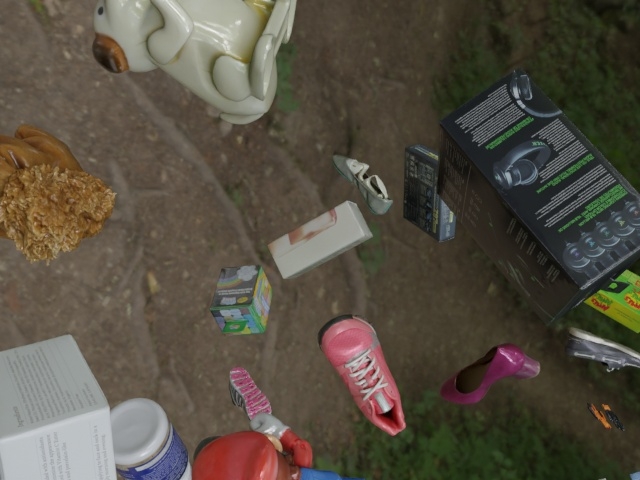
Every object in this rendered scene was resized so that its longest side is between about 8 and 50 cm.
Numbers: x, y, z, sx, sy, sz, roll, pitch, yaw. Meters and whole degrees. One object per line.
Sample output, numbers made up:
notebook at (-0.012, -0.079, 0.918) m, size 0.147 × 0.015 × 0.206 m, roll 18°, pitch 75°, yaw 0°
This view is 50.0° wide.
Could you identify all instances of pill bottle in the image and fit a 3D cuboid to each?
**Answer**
pill bottle at (-0.386, 0.484, 1.553) m, size 0.153 × 0.153 × 0.264 m, roll -52°, pitch 148°, yaw -31°

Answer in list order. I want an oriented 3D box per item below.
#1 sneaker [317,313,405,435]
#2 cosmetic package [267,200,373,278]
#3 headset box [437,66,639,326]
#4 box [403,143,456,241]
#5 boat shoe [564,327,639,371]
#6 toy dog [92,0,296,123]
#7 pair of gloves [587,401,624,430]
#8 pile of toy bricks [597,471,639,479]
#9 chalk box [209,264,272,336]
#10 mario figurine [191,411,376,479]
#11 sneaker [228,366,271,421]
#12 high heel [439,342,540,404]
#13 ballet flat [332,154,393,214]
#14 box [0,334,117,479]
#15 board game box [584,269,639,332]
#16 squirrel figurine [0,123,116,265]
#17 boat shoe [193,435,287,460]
sneaker at (0.102, 0.271, 1.367) m, size 0.116 × 0.136 × 0.313 m, roll -32°, pitch 126°, yaw -3°
cosmetic package at (0.000, 0.000, 2.191) m, size 0.296 × 0.129 × 0.153 m, roll -28°, pitch 171°, yaw 11°
headset box at (0.288, -0.037, 0.903) m, size 0.131 × 0.283 × 0.246 m, roll -34°, pitch 160°, yaw -3°
box at (0.310, -0.136, 1.945) m, size 0.059 × 0.183 × 0.232 m, roll -17°, pitch 122°, yaw -23°
boat shoe at (0.650, 0.260, 1.553) m, size 0.075 × 0.206 × 0.064 m, roll -92°, pitch -157°, yaw -83°
toy dog at (-0.281, -0.447, 1.481) m, size 0.395 × 0.408 × 0.284 m, roll 108°, pitch -2°, yaw -67°
pair of gloves at (0.622, 0.385, 1.496) m, size 0.083 × 0.074 × 0.010 m, roll 15°, pitch 120°, yaw -31°
pile of toy bricks at (0.455, 0.405, 0.947) m, size 0.212 × 0.118 × 0.105 m, roll 56°, pitch 18°, yaw -44°
chalk box at (-0.232, 0.194, 2.010) m, size 0.213 × 0.133 × 0.132 m, roll -81°, pitch 159°, yaw -44°
mario figurine at (-0.040, 0.374, 0.987) m, size 0.321 × 0.198 × 0.170 m, roll 26°, pitch 94°, yaw -18°
sneaker at (-0.180, 0.402, 1.718) m, size 0.063 × 0.170 × 0.074 m, roll -23°, pitch 157°, yaw -32°
high heel at (0.470, 0.400, 2.111) m, size 0.181 × 0.377 × 0.127 m, roll 28°, pitch 46°, yaw -28°
ballet flat at (0.115, -0.162, 1.789) m, size 0.072 × 0.213 × 0.068 m, roll -13°, pitch 150°, yaw -51°
box at (-0.323, 0.239, 0.809) m, size 0.119 × 0.182 × 0.180 m, roll -12°, pitch 117°, yaw -30°
board game box at (0.521, 0.082, 1.260) m, size 0.092 × 0.181 × 0.043 m, roll -40°, pitch 152°, yaw -35°
squirrel figurine at (-0.661, -0.121, 1.475) m, size 0.280 × 0.397 × 0.370 m, roll -66°, pitch 165°, yaw -3°
boat shoe at (-0.192, 0.597, 1.857) m, size 0.103 × 0.321 × 0.118 m, roll 61°, pitch 33°, yaw -37°
